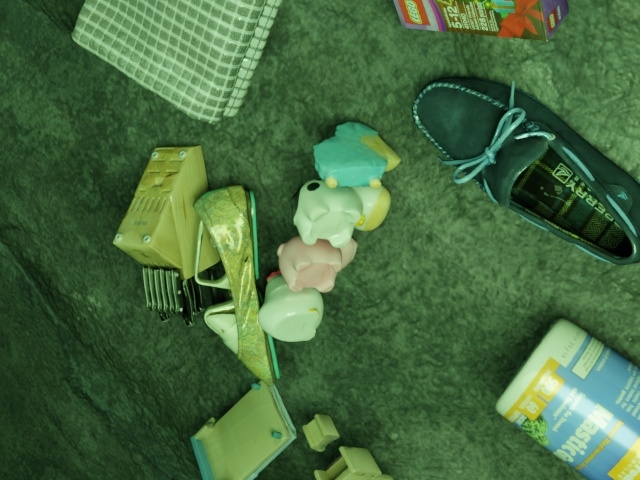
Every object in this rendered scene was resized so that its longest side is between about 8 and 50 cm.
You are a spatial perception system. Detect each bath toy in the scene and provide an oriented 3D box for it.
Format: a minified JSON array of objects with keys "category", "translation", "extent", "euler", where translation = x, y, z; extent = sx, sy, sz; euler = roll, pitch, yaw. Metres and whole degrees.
[{"category":"bath toy","translation":[0.000,0.000,1.044],"extent":[0.129,0.152,0.348],"euler":[-112,36,-45]}]

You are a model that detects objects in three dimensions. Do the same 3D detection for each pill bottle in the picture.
[{"category":"pill bottle","translation":[0.370,0.232,0.870],"extent":[0.272,0.152,0.152],"euler":[36,124,18]}]

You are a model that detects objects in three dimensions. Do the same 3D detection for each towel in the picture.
[{"category":"towel","translation":[-0.218,-0.336,1.038],"extent":[0.284,0.121,0.235],"euler":[32,124,9]}]

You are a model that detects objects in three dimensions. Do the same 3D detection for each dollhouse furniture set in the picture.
[{"category":"dollhouse furniture set","translation":[-0.040,0.379,1.255],"extent":[0.286,0.198,0.303],"euler":[-47,47,15]}]

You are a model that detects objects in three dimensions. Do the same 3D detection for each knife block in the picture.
[{"category":"knife block","translation":[-0.232,0.003,1.236],"extent":[0.088,0.242,0.275],"euler":[4,65,31]}]

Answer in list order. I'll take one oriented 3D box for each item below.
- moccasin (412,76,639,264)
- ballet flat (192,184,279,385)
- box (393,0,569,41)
[{"category":"moccasin","translation":[0.253,-0.096,0.840],"extent":[0.342,0.117,0.137],"euler":[32,123,19]},{"category":"ballet flat","translation":[-0.146,0.082,1.168],"extent":[0.123,0.123,0.348],"euler":[2,107,33]},{"category":"box","translation":[0.139,-0.352,0.741],"extent":[0.201,0.057,0.293],"euler":[20,153,39]}]
